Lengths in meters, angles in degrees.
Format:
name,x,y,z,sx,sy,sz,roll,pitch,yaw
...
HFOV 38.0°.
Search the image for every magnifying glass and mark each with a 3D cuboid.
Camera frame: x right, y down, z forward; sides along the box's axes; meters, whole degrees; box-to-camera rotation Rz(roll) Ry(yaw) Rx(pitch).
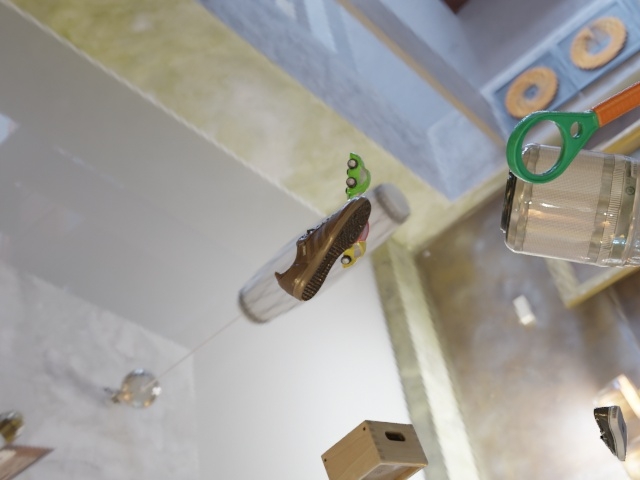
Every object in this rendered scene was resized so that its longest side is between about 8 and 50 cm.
name,x,y,z,sx,sy,sz,roll,pitch,yaw
magnifying glass,0.340,-0.150,1.222,0.026,0.231,0.092,30,145,62

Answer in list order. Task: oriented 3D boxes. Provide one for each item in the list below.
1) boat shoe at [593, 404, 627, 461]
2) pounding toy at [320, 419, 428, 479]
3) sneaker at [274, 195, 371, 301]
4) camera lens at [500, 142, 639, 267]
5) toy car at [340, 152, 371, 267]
name,x,y,z,sx,sy,sz,roll,pitch,yaw
boat shoe,0.471,0.309,1.500,0.142,0.040,0.049,64,-143,-41
pounding toy,0.083,0.334,1.446,0.141,0.130,0.100,15,-139,-42
sneaker,0.000,0.000,1.410,0.071,0.188,0.066,31,169,30
camera lens,0.498,-0.068,1.809,0.274,0.219,0.219,9,-157,12
toy car,0.075,-0.072,1.898,0.239,0.053,0.225,91,-177,-74
